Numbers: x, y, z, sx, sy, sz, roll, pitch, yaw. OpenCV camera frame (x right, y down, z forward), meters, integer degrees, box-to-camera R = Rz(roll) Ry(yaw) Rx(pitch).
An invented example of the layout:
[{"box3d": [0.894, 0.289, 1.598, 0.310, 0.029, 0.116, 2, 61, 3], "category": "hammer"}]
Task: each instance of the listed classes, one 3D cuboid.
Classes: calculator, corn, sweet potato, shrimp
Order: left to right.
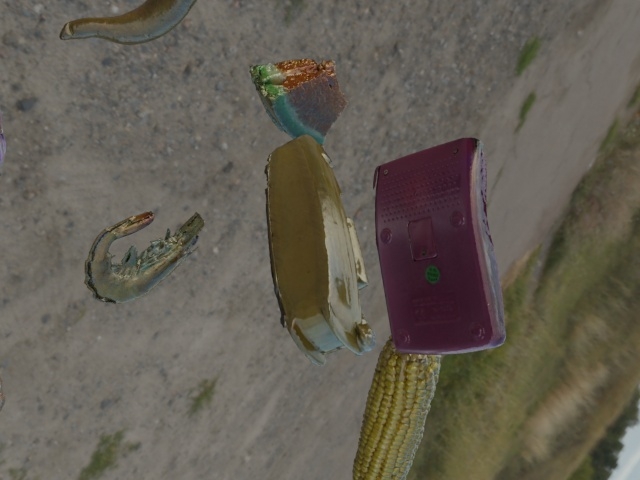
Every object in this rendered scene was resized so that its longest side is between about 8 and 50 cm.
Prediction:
[{"box3d": [-0.338, 0.015, 1.323, 0.253, 0.058, 0.173, -45, 131, -11], "category": "shrimp"}, {"box3d": [-0.349, -0.454, 1.397, 0.346, 0.079, 0.108, -22, 143, 9], "category": "sweet potato"}, {"box3d": [0.122, 0.292, 1.154, 0.115, 0.115, 0.318, -8, 114, -57], "category": "corn"}, {"box3d": [0.104, 0.009, 0.645, 0.034, 0.126, 0.191, 3, 78, -44], "category": "calculator"}]

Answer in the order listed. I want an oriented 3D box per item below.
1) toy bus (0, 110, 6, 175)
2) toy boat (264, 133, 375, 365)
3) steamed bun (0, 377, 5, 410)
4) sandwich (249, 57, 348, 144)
[{"box3d": [-0.711, -0.291, 1.337, 0.171, 0.386, 0.162, -7, 165, -34], "category": "toy bus"}, {"box3d": [0.000, 0.000, 0.857, 0.089, 0.321, 0.121, -26, 143, 22], "category": "toy boat"}, {"box3d": [-0.632, 0.257, 1.269, 0.106, 0.145, 0.175, -6, 94, -20], "category": "steamed bun"}, {"box3d": [-0.040, -0.348, 1.772, 0.212, 0.109, 0.292, -26, 143, -5], "category": "sandwich"}]
